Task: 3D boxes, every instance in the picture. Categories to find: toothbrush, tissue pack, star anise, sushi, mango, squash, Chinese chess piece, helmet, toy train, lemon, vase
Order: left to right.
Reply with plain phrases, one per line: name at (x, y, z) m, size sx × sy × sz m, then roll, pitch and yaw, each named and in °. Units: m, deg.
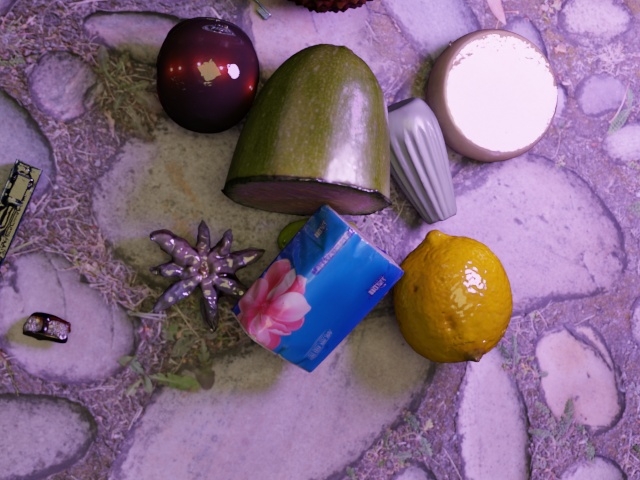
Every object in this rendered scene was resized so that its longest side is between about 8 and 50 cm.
toy train at (-0.567, -0.030, 1.639) m, size 0.052 × 0.051 × 0.233 m, roll 22°, pitch 87°, yaw -11°
sushi at (-0.497, 0.158, 1.661) m, size 0.083 × 0.044 × 0.046 m, roll 16°, pitch 63°, yaw -14°
star anise at (-0.221, 0.059, 1.696) m, size 0.229 × 0.093 × 0.236 m, roll -45°, pitch 100°, yaw -11°
helmet at (-0.208, -0.301, 1.676) m, size 0.189 × 0.193 × 0.215 m, roll 8°, pitch 116°, yaw -14°
toothbrush at (-0.169, -0.501, 1.767) m, size 0.193 × 0.013 × 0.019 m, roll 43°, pitch 88°, yaw -9°
squash at (-0.015, -0.219, 1.656) m, size 0.311 × 0.310 × 0.308 m, roll 6°, pitch 82°, yaw -13°
mango at (0.000, 0.000, 1.759) m, size 0.165 × 0.074 × 0.091 m, roll -2°, pitch 90°, yaw -13°
tissue pack at (0.001, 0.095, 1.664) m, size 0.269 × 0.137 × 0.209 m, roll -48°, pitch 137°, yaw 2°
vase at (0.194, -0.151, 1.789) m, size 0.128 × 0.128 × 0.248 m, roll -28°, pitch 104°, yaw -13°
lemon at (0.252, 0.105, 1.736) m, size 0.229 × 0.228 × 0.253 m, roll -3°, pitch 86°, yaw -13°
Chinese chess piece at (0.346, -0.293, 1.837) m, size 0.273 × 0.102 × 0.273 m, roll 0°, pitch 90°, yaw -14°

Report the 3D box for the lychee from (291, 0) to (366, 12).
lychee at (0.036, -0.569, 1.676) m, size 0.306 × 0.330 × 0.305 m, roll -1°, pitch 91°, yaw -45°
